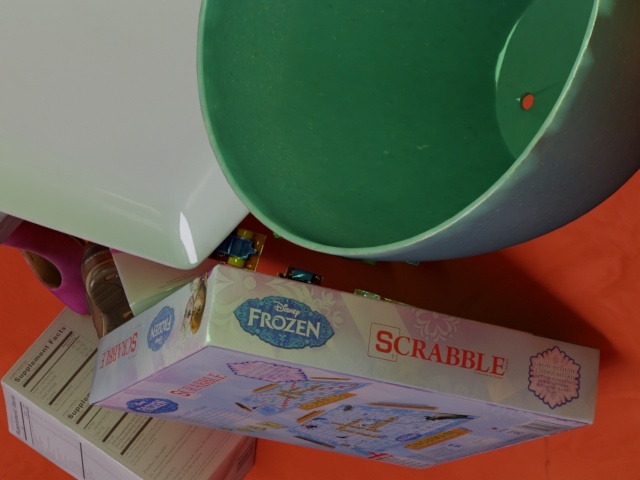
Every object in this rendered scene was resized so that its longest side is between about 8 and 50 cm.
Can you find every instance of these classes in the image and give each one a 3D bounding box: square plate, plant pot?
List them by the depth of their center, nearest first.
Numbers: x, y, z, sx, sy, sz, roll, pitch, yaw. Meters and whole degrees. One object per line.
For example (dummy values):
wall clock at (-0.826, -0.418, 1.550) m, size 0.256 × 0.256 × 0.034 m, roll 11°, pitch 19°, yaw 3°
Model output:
plant pot at (0.100, -0.117, 1.114) m, size 0.290 × 0.290 × 0.195 m, roll 11°, pitch 177°, yaw 45°
square plate at (-0.162, -0.126, 1.378) m, size 0.347 × 0.049 × 0.344 m, roll 19°, pitch 139°, yaw -25°

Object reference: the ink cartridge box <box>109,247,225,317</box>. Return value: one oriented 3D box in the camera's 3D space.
ink cartridge box at (-0.133, 0.024, 1.738) m, size 0.143 × 0.090 × 0.092 m, roll -116°, pitch 5°, yaw -45°

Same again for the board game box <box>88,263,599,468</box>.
board game box at (0.009, 0.111, 1.578) m, size 0.318 × 0.065 × 0.319 m, roll 13°, pitch 163°, yaw -20°

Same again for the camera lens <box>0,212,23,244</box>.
camera lens at (-0.376, -0.111, 1.751) m, size 0.274 × 0.219 × 0.219 m, roll 42°, pitch 154°, yaw -3°

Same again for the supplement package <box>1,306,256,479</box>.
supplement package at (-0.204, 0.196, 2.094) m, size 0.244 × 0.134 × 0.139 m, roll 33°, pitch 153°, yaw 13°

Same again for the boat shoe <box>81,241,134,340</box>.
boat shoe at (-0.205, 0.065, 1.989) m, size 0.178 × 0.064 × 0.060 m, roll 80°, pitch 164°, yaw -50°

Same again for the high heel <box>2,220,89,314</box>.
high heel at (-0.308, 0.014, 1.969) m, size 0.082 × 0.117 × 0.244 m, roll 20°, pitch 147°, yaw 35°

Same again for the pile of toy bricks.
pile of toy bricks at (0.000, 0.000, 1.590) m, size 0.212 × 0.118 × 0.105 m, roll 18°, pitch 178°, yaw 9°
